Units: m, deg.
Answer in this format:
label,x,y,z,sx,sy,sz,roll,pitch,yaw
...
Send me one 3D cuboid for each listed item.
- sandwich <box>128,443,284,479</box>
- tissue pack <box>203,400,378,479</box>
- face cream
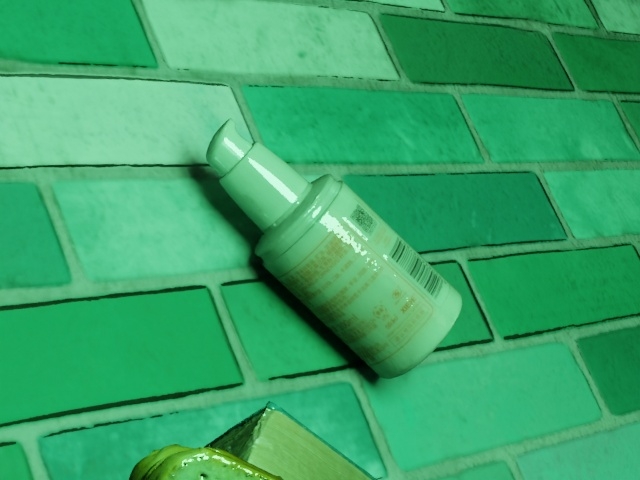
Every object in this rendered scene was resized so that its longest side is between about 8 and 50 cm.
label,x,y,z,sx,sy,sz,roll,pitch,yaw
sandwich,-0.035,0.233,0.854,0.214,0.065,0.186,23,84,-19
tissue pack,-0.017,0.206,0.960,0.169,0.120,0.082,39,37,-17
face cream,0.000,0.000,1.154,0.251,0.101,0.101,43,39,-10
